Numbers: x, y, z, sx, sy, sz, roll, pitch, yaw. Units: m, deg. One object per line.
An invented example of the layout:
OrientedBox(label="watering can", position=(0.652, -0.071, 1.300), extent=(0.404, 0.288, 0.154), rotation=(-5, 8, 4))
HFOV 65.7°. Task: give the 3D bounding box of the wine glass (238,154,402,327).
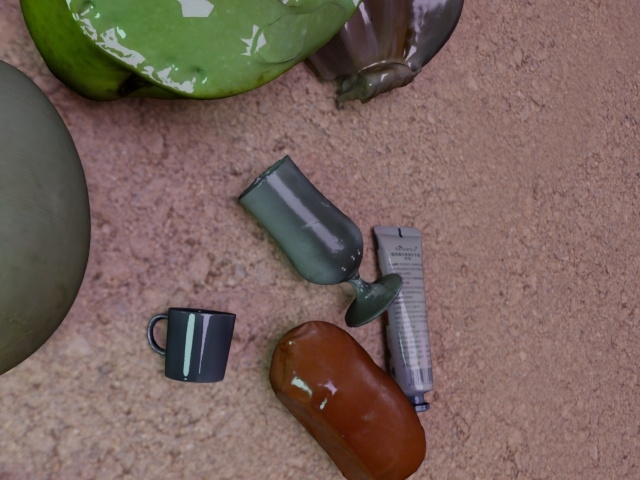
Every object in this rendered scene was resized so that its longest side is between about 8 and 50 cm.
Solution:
OrientedBox(label="wine glass", position=(0.000, 0.000, 0.657), extent=(0.231, 0.103, 0.103), rotation=(49, 63, -12))

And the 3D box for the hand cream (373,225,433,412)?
OrientedBox(label="hand cream", position=(0.129, 0.113, 0.750), extent=(0.095, 0.059, 0.276), rotation=(4, 77, -29))

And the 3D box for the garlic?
OrientedBox(label="garlic", position=(0.085, -0.371, 0.726), extent=(0.278, 0.132, 0.326), rotation=(-16, 99, -23))

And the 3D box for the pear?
OrientedBox(label="pear", position=(-0.165, -0.281, 0.534), extent=(0.342, 0.238, 0.318), rotation=(37, 79, -27))

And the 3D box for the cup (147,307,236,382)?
OrientedBox(label="cup", position=(-0.153, 0.119, 0.575), extent=(0.100, 0.078, 0.077), rotation=(6, 84, 5))

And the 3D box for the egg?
OrientedBox(label="egg", position=(-0.307, -0.022, 0.415), extent=(0.218, 0.218, 0.296), rotation=(16, 64, -28))

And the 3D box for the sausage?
OrientedBox(label="sausage", position=(0.038, 0.211, 0.640), extent=(0.258, 0.133, 0.133), rotation=(50, 63, -11))
